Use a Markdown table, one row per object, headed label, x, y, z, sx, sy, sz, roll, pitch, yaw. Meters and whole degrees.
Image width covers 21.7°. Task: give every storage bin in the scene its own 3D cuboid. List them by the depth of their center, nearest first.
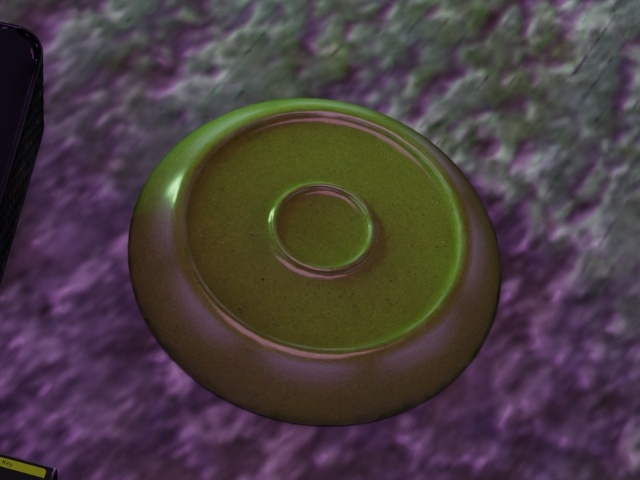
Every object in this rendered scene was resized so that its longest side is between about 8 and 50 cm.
| label | x | y | z | sx | sy | sz | roll | pitch | yaw |
| --- | --- | --- | --- | --- | --- | --- | --- | --- | --- |
| storage bin | -0.244 | -0.046 | 1.012 | 0.122 | 0.084 | 0.180 | 11 | 59 | -2 |

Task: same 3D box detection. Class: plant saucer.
| label | x | y | z | sx | sy | sz | roll | pitch | yaw |
| --- | --- | --- | --- | --- | --- | --- | --- | --- | --- |
| plant saucer | 0.000 | 0.000 | 1.049 | 0.241 | 0.037 | 0.241 | 4 | 59 | -7 |

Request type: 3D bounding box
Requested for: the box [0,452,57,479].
| label | x | y | z | sx | sy | sz | roll | pitch | yaw |
| --- | --- | --- | --- | --- | --- | --- | --- | --- | --- |
| box | -0.259 | 0.185 | 0.893 | 0.191 | 0.045 | 0.184 | 14 | 56 | 1 |
